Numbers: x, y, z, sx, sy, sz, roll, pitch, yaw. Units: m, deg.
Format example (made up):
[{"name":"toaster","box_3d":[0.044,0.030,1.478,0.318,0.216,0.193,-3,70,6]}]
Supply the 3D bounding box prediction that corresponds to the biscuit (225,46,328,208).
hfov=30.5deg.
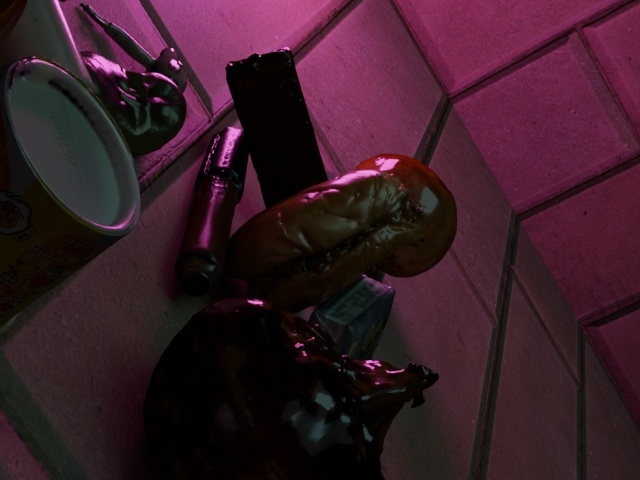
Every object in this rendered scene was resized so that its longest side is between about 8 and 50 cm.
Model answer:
[{"name":"biscuit","box_3d":[-0.051,-0.124,1.908,0.073,0.107,0.388,-83,158,-67]}]

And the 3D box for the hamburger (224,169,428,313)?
[{"name":"hamburger","box_3d":[0.000,0.000,1.748,0.158,0.319,0.318,65,20,-3]}]

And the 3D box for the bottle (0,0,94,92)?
[{"name":"bottle","box_3d":[-0.354,-0.230,1.470,0.245,0.104,0.104,66,21,11]}]

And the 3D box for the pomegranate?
[{"name":"pomegranate","box_3d":[0.145,-0.047,2.283,0.248,0.248,0.248,49,24,-31]}]

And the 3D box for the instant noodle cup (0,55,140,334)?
[{"name":"instant noodle cup","box_3d":[-0.320,-0.050,1.195,0.264,0.200,0.264,51,23,-32]}]

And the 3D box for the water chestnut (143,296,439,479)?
[{"name":"water chestnut","box_3d":[-0.029,0.214,1.375,0.335,0.347,0.335,58,11,-18]}]

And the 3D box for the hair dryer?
[{"name":"hair dryer","box_3d":[-0.284,-0.304,1.837,0.199,0.067,0.167,44,14,-8]}]

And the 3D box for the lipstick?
[{"name":"lipstick","box_3d":[-0.158,-0.051,1.750,0.077,0.077,0.418,53,21,-25]}]

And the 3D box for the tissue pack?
[{"name":"tissue pack","box_3d":[0.025,0.168,1.773,0.081,0.185,0.257,26,17,11]}]

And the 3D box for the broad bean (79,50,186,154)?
[{"name":"broad bean","box_3d":[-0.281,-0.196,1.674,0.207,0.072,0.153,6,55,-52]}]

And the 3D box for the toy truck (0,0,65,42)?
[{"name":"toy truck","box_3d":[-0.398,-0.299,1.220,0.204,0.212,0.288,63,-8,4]}]

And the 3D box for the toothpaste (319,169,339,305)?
[{"name":"toothpaste","box_3d":[0.024,0.048,2.080,0.125,0.080,0.371,35,39,-52]}]
